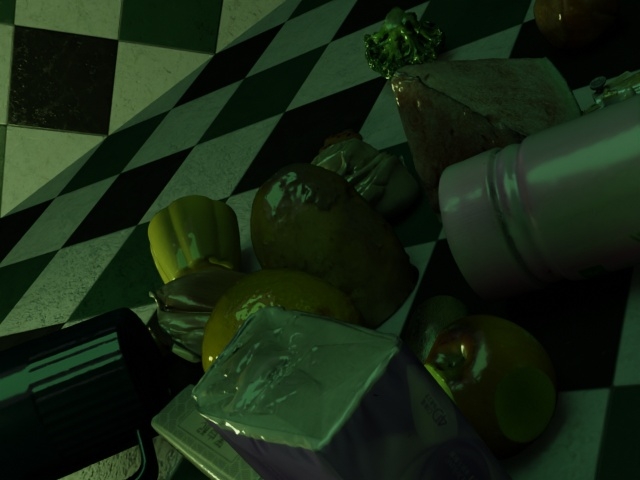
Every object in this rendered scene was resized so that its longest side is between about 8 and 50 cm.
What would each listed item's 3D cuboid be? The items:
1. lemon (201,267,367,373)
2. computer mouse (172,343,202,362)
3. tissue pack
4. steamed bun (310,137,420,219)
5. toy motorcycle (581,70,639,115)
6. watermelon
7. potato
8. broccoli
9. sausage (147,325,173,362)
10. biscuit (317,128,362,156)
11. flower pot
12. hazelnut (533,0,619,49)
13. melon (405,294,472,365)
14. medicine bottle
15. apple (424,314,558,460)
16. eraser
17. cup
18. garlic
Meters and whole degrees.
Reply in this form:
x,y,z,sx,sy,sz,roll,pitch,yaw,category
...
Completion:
x,y,z,sx,sy,sz,roll,pitch,yaw,category
-0.044,0.155,1.275,0.254,0.228,0.228,10,45,16,lemon
-0.233,0.201,1.628,0.110,0.032,0.056,9,42,44,computer mouse
0.051,0.235,0.913,0.242,0.338,0.160,4,49,53,tissue pack
0.060,-0.117,1.643,0.211,0.144,0.218,-26,25,-4,steamed bun
0.503,-0.220,1.384,0.229,0.074,0.151,-35,31,-2,toy motorcycle
0.261,-0.190,1.440,0.283,0.292,0.250,-35,2,32,watermelon
0.000,0.000,1.431,0.229,0.266,0.229,-32,25,16,potato
0.194,-0.453,2.038,0.195,0.156,0.195,-5,58,8,broccoli
-0.428,0.316,1.643,0.371,0.082,0.082,-45,28,-13,sausage
0.033,-0.206,1.975,0.119,0.019,0.130,-1,44,49,biscuit
-0.240,0.036,1.758,0.195,0.195,0.179,-33,40,8,flower pot
0.491,-0.442,1.680,0.150,0.150,0.150,-28,28,17,hazelnut
0.162,0.144,1.186,0.099,0.099,0.162,-20,34,30,melon
0.346,-0.056,1.159,0.325,0.212,0.212,-20,31,28,medicine bottle
0.195,0.170,1.050,0.163,0.147,0.146,-46,27,-13,apple
-0.108,0.311,1.240,0.096,0.098,0.404,-47,29,-19,eraser
-0.413,0.280,1.458,0.292,0.242,0.308,-22,29,1,cup
-0.185,0.137,1.572,0.228,0.110,0.217,15,35,16,garlic
